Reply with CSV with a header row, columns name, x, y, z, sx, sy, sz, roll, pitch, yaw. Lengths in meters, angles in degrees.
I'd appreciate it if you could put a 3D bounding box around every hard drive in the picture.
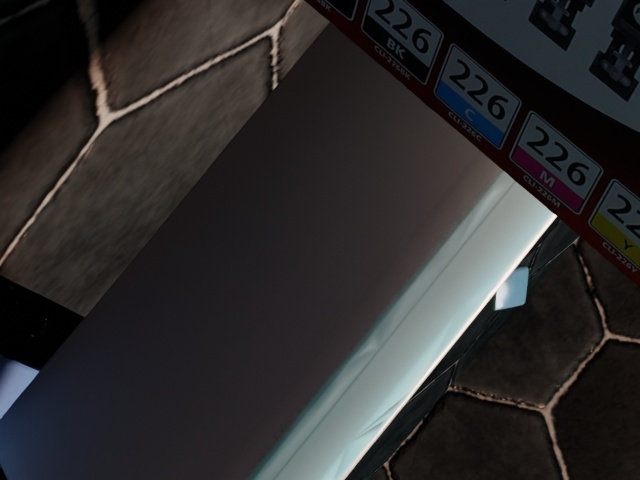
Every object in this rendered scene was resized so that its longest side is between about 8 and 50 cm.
name,x,y,z,sx,sy,sz,roll,pitch,yaw
hard drive,0.000,0.000,0.797,0.353,0.047,0.233,-51,-154,0

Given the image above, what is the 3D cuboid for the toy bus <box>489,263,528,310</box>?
name,x,y,z,sx,sy,sz,roll,pitch,yaw
toy bus,0.037,-0.012,1.324,0.191,0.202,0.104,-20,119,-50

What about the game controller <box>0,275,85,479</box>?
name,x,y,z,sx,sy,sz,roll,pitch,yaw
game controller,-0.197,0.088,0.868,0.166,0.067,0.319,-67,161,-6

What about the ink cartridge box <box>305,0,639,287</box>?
name,x,y,z,sx,sy,sz,roll,pitch,yaw
ink cartridge box,0.075,-0.172,0.558,0.130,0.309,0.272,-40,164,-30
